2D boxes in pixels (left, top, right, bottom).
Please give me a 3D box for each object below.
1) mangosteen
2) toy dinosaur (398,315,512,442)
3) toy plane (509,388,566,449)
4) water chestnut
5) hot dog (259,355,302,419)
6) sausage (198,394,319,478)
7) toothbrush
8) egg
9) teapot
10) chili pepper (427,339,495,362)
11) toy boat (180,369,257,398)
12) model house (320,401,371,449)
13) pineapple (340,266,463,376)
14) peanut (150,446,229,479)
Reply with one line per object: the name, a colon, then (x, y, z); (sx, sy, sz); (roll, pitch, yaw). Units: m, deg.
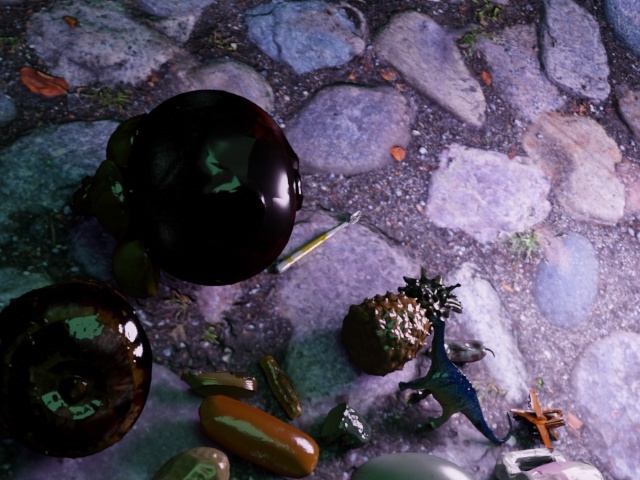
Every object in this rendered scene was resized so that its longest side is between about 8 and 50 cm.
mangosteen: (-0.236, -0.084, 1.882); (0.421, 0.381, 0.381); (-26, 71, -24)
toy dinosaur: (0.257, 0.304, 2.002); (0.363, 0.147, 0.076); (56, 20, -25)
toy plane: (0.444, 0.374, 2.090); (0.188, 0.062, 0.135); (12, 54, -37)
water chestnut: (-0.420, 0.207, 1.660); (0.300, 0.300, 0.300); (14, 51, -18)
hot dog: (-0.073, 0.281, 1.918); (0.044, 0.028, 0.137); (-11, 61, -41)
sausage: (-0.116, 0.357, 1.797); (0.238, 0.098, 0.098); (28, 48, -9)
toothbrush: (0.000, 0.000, 2.164); (0.021, 0.024, 0.288); (48, 49, 9)
egg: (0.179, 0.479, 1.801); (0.264, 0.183, 0.183); (19, 50, -5)
teapot: (0.453, 0.489, 1.953); (0.178, 0.163, 0.221); (7, 53, -18)
chili pepper: (0.302, 0.238, 2.139); (0.153, 0.041, 0.050); (-1, 35, -9)
toy boat: (-0.189, 0.266, 1.855); (0.149, 0.047, 0.049); (9, 39, -25)
model house: (0.053, 0.368, 1.907); (0.083, 0.066, 0.079); (43, 35, -17)
pineapple: (0.195, 0.155, 2.071); (0.340, 0.169, 0.169); (-24, 70, -41)
peanut: (-0.255, 0.434, 1.639); (0.274, 0.125, 0.111); (-39, 98, -39)
